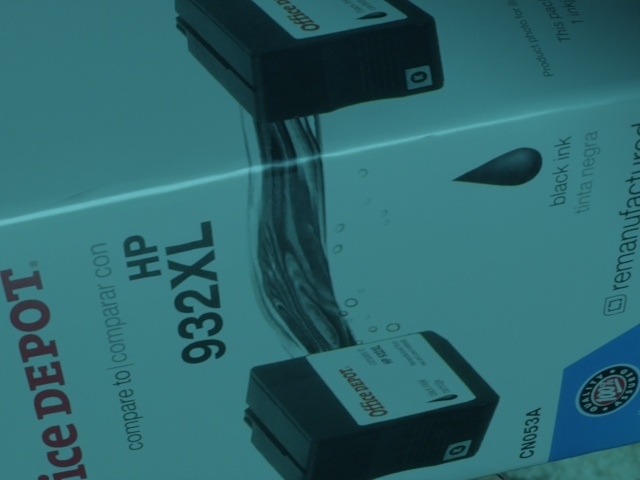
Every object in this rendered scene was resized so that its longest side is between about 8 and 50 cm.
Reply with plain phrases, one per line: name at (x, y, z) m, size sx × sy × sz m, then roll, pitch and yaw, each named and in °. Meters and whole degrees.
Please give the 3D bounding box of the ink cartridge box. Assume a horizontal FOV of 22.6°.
ink cartridge box at (0.000, 0.000, 0.647) m, size 0.308 × 0.129 × 0.223 m, roll -11°, pitch 139°, yaw -8°
